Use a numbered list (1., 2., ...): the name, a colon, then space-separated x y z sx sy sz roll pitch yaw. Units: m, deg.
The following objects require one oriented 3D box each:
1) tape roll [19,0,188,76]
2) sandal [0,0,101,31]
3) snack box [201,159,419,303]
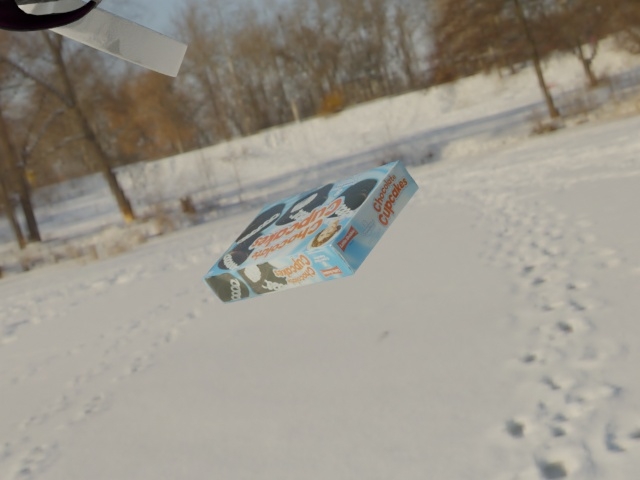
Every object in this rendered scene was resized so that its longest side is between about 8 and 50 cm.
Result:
1. tape roll: -0.440 -0.410 1.915 0.392 0.072 0.392 22 6 -3
2. sandal: -0.421 -0.346 1.426 0.446 0.107 0.167 -24 -7 -37
3. snack box: -0.021 -0.007 1.494 0.322 0.060 0.187 -15 29 50
